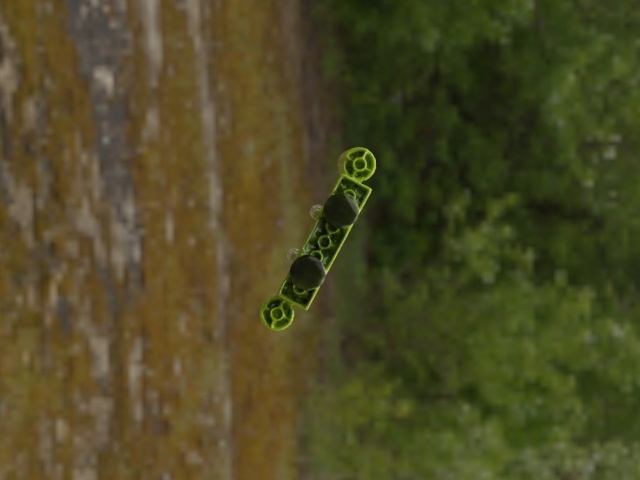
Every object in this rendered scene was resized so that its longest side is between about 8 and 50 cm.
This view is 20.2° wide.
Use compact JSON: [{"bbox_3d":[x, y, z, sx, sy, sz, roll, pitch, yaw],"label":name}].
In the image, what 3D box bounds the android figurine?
[{"bbox_3d":[0.000,0.000,2.208,0.248,0.056,0.273,-62,-178,1],"label":"android figurine"}]
